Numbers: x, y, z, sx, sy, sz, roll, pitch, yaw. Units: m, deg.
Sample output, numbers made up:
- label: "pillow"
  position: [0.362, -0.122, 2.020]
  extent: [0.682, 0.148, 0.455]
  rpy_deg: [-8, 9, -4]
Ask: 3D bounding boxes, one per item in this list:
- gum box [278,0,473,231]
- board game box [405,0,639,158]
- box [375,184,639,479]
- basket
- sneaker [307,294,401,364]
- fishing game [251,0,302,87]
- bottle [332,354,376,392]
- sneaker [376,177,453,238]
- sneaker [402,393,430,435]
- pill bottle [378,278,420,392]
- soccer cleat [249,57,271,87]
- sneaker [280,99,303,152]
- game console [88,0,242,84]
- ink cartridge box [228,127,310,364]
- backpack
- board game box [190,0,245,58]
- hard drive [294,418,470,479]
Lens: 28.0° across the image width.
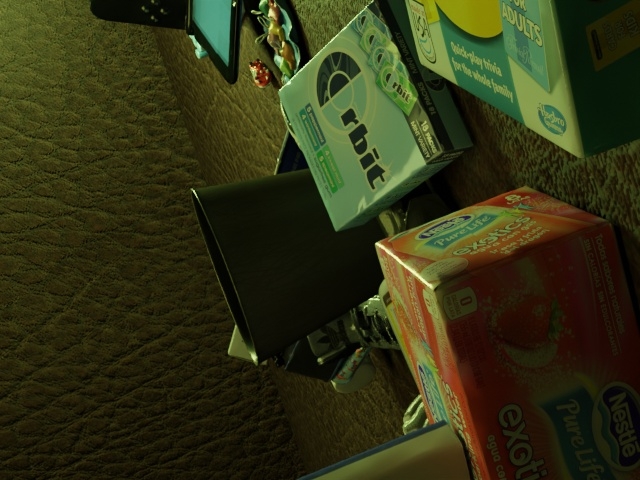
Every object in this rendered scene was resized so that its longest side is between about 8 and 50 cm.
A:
- label: "gum box"
  position: [0.046, -0.116, 1.211]
  extent: [0.184, 0.041, 0.157]
  rpy_deg: [-38, 71, 52]
- label: "board game box"
  position: [0.099, -0.244, 0.764]
  extent: [0.254, 0.079, 0.336]
  rpy_deg: [-131, 22, -64]
- label: "box"
  position: [0.165, 0.128, 0.993]
  extent: [0.154, 0.142, 0.299]
  rpy_deg: [-139, 30, -71]
- label: "basket"
  position: [0.000, 0.000, 1.390]
  extent: [0.154, 0.227, 0.204]
  rpy_deg: [-152, 41, -76]
- label: "sneaker"
  position: [0.065, 0.098, 1.457]
  extent: [0.268, 0.153, 0.101]
  rpy_deg: [-140, 30, -71]
- label: "fishing game"
  position: [-0.061, -0.270, 1.727]
  extent: [0.189, 0.041, 0.264]
  rpy_deg: [-117, 11, -45]
- label: "bottle"
  position: [-0.002, 0.102, 1.943]
  extent: [0.092, 0.118, 0.283]
  rpy_deg: [82, 165, -51]
- label: "sneaker"
  position: [0.095, -0.028, 1.279]
  extent: [0.234, 0.078, 0.106]
  rpy_deg: [70, 164, -10]
- label: "sneaker"
  position: [0.202, 0.259, 1.311]
  extent: [0.115, 0.105, 0.281]
  rpy_deg: [30, -161, -46]
- label: "pill bottle"
  position: [0.143, 0.115, 1.162]
  extent: [0.117, 0.117, 0.215]
  rpy_deg: [102, 147, -73]
- label: "soccer cleat"
  position: [-0.089, -0.249, 1.965]
  extent: [0.035, 0.029, 0.083]
  rpy_deg: [65, 178, -35]
- label: "sneaker"
  position: [0.008, -0.112, 1.552]
  extent: [0.081, 0.080, 0.211]
  rpy_deg: [87, 162, -52]
- label: "game console"
  position: [-0.226, -0.396, 1.845]
  extent: [0.173, 0.250, 0.293]
  rpy_deg: [-83, 0, -49]
- label: "ink cartridge box"
  position: [-0.050, -0.017, 1.719]
  extent: [0.175, 0.069, 0.371]
  rpy_deg: [-75, 0, -47]
- label: "backpack"
  position: [0.015, 0.092, 1.797]
  extent: [0.173, 0.117, 0.158]
  rpy_deg: [-80, 13, -45]
- label: "board game box"
  position: [-0.234, -0.515, 2.137]
  extent: [0.390, 0.050, 0.389]
  rpy_deg: [163, 86, -80]
- label: "hard drive"
  position: [-0.027, 0.279, 0.983]
  extent: [0.040, 0.319, 0.210]
  rpy_deg: [-123, 15, -54]
